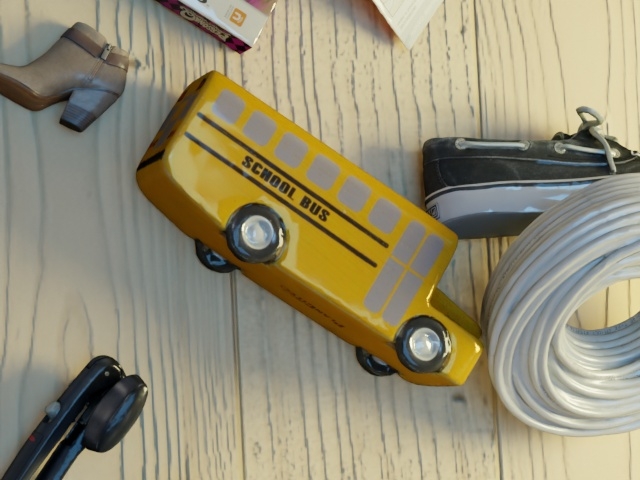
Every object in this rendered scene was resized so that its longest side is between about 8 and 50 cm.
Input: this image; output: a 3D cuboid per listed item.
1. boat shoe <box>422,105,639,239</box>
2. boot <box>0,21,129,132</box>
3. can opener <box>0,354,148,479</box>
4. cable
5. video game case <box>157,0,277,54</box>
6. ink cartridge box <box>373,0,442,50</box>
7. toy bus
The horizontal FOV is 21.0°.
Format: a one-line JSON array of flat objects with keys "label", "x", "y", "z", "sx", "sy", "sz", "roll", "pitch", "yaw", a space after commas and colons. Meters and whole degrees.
[{"label": "boat shoe", "x": 0.243, "y": -0.063, "z": 1.605, "sx": 0.306, "sy": 0.113, "sz": 0.105, "roll": -4, "pitch": 74, "yaw": -7}, {"label": "boot", "x": -0.225, "y": -0.150, "z": 1.480, "sx": 0.118, "sy": 0.042, "sz": 0.087, "roll": 30, "pitch": 70, "yaw": -16}, {"label": "can opener", "x": -0.223, "y": 0.175, "z": 1.444, "sx": 0.059, "sy": 0.073, "sz": 0.186, "roll": 44, "pitch": 82, "yaw": -20}, {"label": "cable", "x": 0.265, "y": 0.060, "z": 1.548, "sx": 0.257, "sy": 0.089, "sz": 0.257, "roll": -12, "pitch": 129, "yaw": -8}, {"label": "video game case", "x": -0.100, "y": -0.318, "z": 1.534, "sx": 0.210, "sy": 0.042, "sz": 0.232, "roll": 32, "pitch": 76, "yaw": -17}, {"label": "ink cartridge box", "x": 0.056, "y": -0.318, "z": 1.566, "sx": 0.189, "sy": 0.066, "sz": 0.232, "roll": -56, "pitch": 138, "yaw": -17}, {"label": "toy bus", "x": 0.000, "y": 0.000, "z": 1.511, "sx": 0.333, "sy": 0.108, "sz": 0.130, "roll": 34, "pitch": 74, "yaw": -14}]
